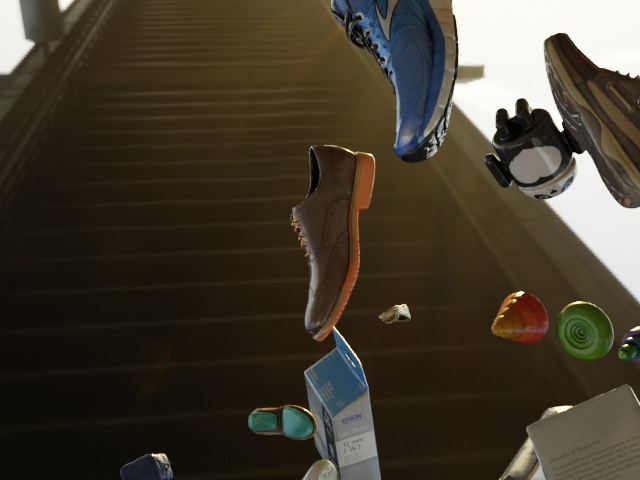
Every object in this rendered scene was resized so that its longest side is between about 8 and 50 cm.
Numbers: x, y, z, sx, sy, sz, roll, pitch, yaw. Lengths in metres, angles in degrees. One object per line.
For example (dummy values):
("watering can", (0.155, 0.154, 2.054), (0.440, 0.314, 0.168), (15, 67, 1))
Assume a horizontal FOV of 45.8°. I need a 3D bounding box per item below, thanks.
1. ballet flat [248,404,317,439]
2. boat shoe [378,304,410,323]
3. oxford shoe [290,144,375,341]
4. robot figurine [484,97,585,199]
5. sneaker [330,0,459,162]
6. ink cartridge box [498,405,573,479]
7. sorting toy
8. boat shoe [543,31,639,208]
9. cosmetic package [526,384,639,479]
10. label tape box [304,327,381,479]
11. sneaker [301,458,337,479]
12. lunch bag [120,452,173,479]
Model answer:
("ballet flat", (-0.068, 0.390, 1.639), (0.206, 0.073, 0.067), (-5, 170, 43))
("boat shoe", (0.226, 0.226, 2.267), (0.153, 0.056, 0.048), (0, -121, -62))
("oxford shoe", (0.000, 0.000, 1.382), (0.133, 0.363, 0.130), (15, 161, -14))
("robot figurine", (0.566, -0.237, 2.013), (0.173, 0.278, 0.209), (-46, -156, -19))
("sneaker", (0.089, -0.248, 0.924), (0.147, 0.330, 0.130), (-3, 163, 5))
("ink cartridge box", (0.433, 0.506, 1.339), (0.071, 0.330, 0.324), (-18, -178, 32))
("sorting toy", (0.508, 0.200, 1.602), (0.126, 0.127, 0.366), (-12, -165, -43))
("boat shoe", (0.505, -0.223, 1.320), (0.130, 0.132, 0.355), (-25, -112, 7))
("cosmetic package", (0.390, 0.322, 0.993), (0.151, 0.151, 0.183), (-28, -139, 14))
("label tape box", (0.046, 0.428, 1.930), (0.115, 0.347, 0.249), (-15, -159, -13))
("sneaker", (-0.043, 0.538, 1.532), (0.090, 0.235, 0.095), (12, -166, -44))
("lunch bag", (-0.361, 0.489, 1.598), (0.098, 0.067, 0.065), (-25, 163, 8))
